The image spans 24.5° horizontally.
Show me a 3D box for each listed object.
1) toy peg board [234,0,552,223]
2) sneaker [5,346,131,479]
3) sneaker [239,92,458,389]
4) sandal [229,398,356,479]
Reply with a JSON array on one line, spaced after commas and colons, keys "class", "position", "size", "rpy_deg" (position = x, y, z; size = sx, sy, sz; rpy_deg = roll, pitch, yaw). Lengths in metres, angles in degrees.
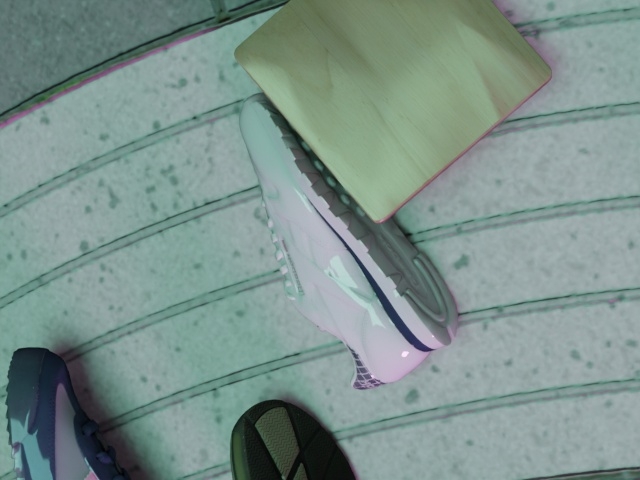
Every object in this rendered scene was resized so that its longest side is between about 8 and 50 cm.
[{"class": "toy peg board", "position": [0.054, -0.122, 1.055], "size": [0.160, 0.079, 0.161], "rpy_deg": [-41, 84, 5]}, {"class": "sneaker", "position": [-0.158, 0.228, 1.178], "size": [0.131, 0.112, 0.319], "rpy_deg": [-15, 96, 5]}, {"class": "sneaker", "position": [0.000, 0.000, 1.083], "size": [0.095, 0.090, 0.235], "rpy_deg": [-36, 84, 31]}, {"class": "sandal", "position": [-0.013, 0.271, 1.117], "size": [0.086, 0.120, 0.303], "rpy_deg": [-15, 94, 36]}]
